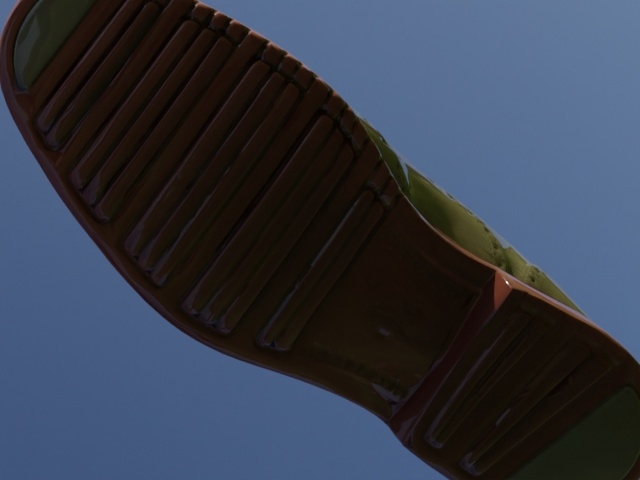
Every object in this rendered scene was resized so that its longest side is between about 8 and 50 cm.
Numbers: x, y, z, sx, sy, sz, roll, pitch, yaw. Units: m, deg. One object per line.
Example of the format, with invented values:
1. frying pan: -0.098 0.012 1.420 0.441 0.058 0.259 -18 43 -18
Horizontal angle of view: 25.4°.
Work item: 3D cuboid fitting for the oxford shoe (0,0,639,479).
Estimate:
1. oxford shoe: 0.000 0.000 0.670 0.348 0.123 0.130 41 -171 -11
